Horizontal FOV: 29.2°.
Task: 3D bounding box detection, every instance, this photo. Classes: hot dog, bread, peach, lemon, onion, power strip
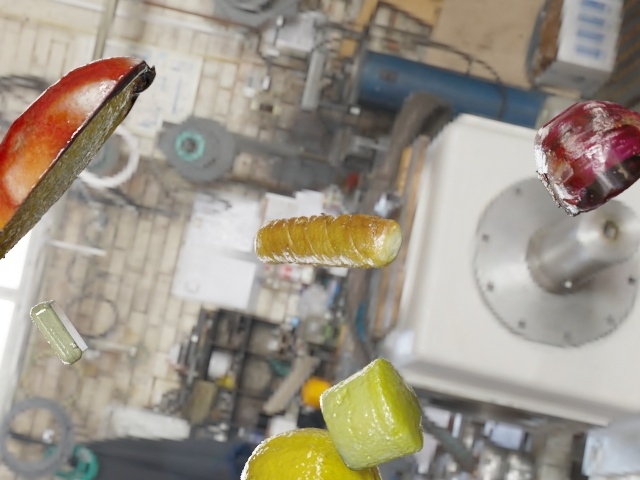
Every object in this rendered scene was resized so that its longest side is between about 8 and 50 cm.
[{"bbox_3d":[0.002,0.003,1.784,0.285,0.061,0.088,-7,70,47],"label":"hot dog"},{"bbox_3d":[0.066,0.221,1.576,0.111,0.114,0.129,53,-165,-31],"label":"bread"},{"bbox_3d":[-0.274,-0.084,1.225,0.279,0.068,0.189,-49,-1,2],"label":"peach"},{"bbox_3d":[-0.010,0.356,1.703,0.192,0.231,0.192,1,-90,-67],"label":"lemon"},{"bbox_3d":[0.406,-0.139,1.734,0.218,0.140,0.195,-34,-6,7],"label":"onion"},{"bbox_3d":[-0.294,0.103,1.383,0.028,0.076,0.169,-36,2,-9],"label":"power strip"}]
